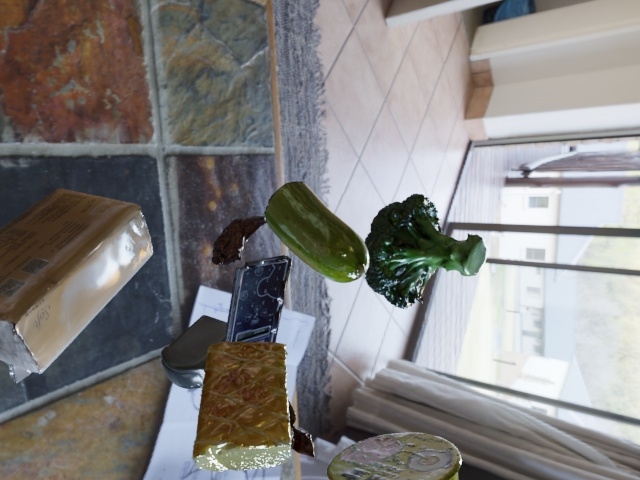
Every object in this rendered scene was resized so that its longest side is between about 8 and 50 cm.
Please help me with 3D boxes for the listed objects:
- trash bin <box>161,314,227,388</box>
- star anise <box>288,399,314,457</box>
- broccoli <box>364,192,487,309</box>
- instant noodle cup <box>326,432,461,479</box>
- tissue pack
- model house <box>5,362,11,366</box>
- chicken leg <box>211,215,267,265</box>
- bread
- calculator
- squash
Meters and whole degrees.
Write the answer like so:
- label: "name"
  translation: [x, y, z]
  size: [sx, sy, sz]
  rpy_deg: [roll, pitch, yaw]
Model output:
- label: "trash bin"
  translation: [-0.386, 0.355, 1.391]
  size: [0.236, 0.176, 0.101]
  rpy_deg: [-49, 142, -48]
- label: "star anise"
  translation: [-0.097, 0.586, 1.321]
  size: [0.111, 0.196, 0.213]
  rpy_deg: [-35, 120, -7]
- label: "broccoli"
  translation: [0.239, 0.032, 1.078]
  size: [0.297, 0.297, 0.298]
  rpy_deg: [-11, 106, -42]
- label: "instant noodle cup"
  translation: [0.193, 0.644, 1.032]
  size: [0.325, 0.325, 0.255]
  rpy_deg: [-4, 83, -55]
- label: "tissue pack"
  translation: [-0.480, 0.083, 0.800]
  size: [0.306, 0.238, 0.239]
  rpy_deg: [-64, 141, -47]
- label: "model house"
  translation: [-0.898, 0.209, 1.400]
  size: [0.267, 0.194, 0.325]
  rpy_deg: [54, 34, -17]
- label: "chicken leg"
  translation: [-0.189, -0.013, 1.062]
  size: [0.205, 0.093, 0.053]
  rpy_deg: [-50, 143, 10]
- label: "bread"
  translation: [-0.105, 0.228, 0.625]
  size: [0.188, 0.125, 0.068]
  rpy_deg: [-101, -171, -59]
- label: "calculator"
  translation: [-0.153, 0.168, 1.055]
  size: [0.165, 0.028, 0.274]
  rpy_deg: [-8, 117, -49]
- label: "squash"
  translation: [0.000, 0.000, 0.636]
  size: [0.095, 0.188, 0.095]
  rpy_deg: [-23, 136, -24]
